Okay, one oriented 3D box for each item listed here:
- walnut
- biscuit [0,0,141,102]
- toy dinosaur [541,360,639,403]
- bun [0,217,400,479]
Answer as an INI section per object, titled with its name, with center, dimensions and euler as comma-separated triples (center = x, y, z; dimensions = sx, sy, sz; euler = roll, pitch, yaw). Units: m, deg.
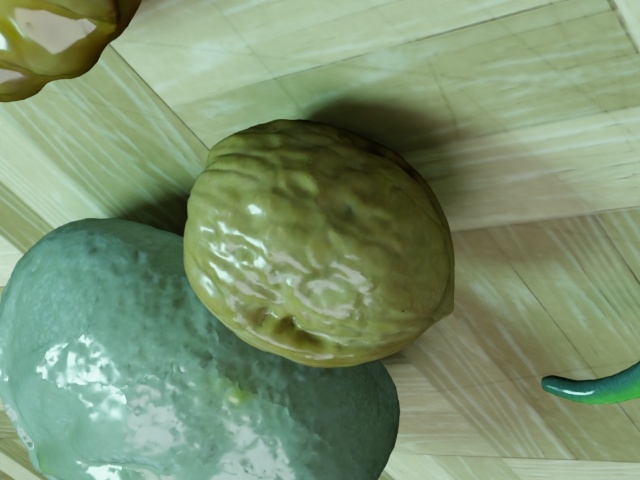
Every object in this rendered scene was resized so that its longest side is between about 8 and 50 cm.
[walnut]
center = 0.002, 0.004, 0.690
dimensions = 0.184, 0.155, 0.155
euler = 23, 149, 4
[biscuit]
center = -0.241, -0.205, 0.567
dimensions = 0.326, 0.107, 0.325
euler = 10, 148, 6
[toy dinosaur]
center = 0.158, -0.066, 0.501
dimensions = 0.374, 0.144, 0.500
euler = 38, 142, -14
[bun]
center = -0.117, 0.131, 0.878
dimensions = 0.362, 0.211, 0.362
euler = 25, 165, 7
